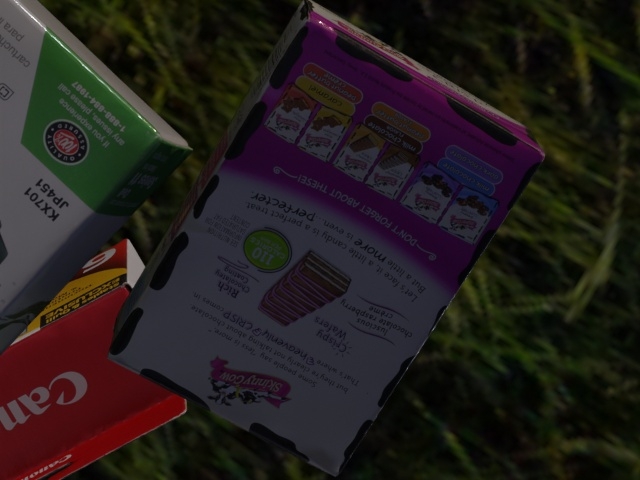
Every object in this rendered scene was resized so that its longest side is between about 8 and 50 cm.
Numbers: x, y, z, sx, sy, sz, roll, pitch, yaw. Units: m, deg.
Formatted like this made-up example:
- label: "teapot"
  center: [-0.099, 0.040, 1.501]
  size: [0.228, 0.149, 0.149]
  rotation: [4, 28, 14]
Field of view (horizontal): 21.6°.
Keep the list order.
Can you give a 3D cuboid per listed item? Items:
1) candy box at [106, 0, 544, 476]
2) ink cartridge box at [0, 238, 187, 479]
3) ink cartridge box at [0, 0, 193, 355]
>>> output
- label: "candy box"
  center: [0.000, 0.000, 0.980]
  size: [0.233, 0.159, 0.071]
  rotation: [-58, -169, 14]
- label: "ink cartridge box"
  center: [-0.292, 0.148, 1.632]
  size: [0.309, 0.272, 0.130]
  rotation: [-28, 104, -1]
- label: "ink cartridge box"
  center: [-0.193, -0.023, 0.838]
  size: [0.208, 0.153, 0.087]
  rotation: [-48, 176, 4]
